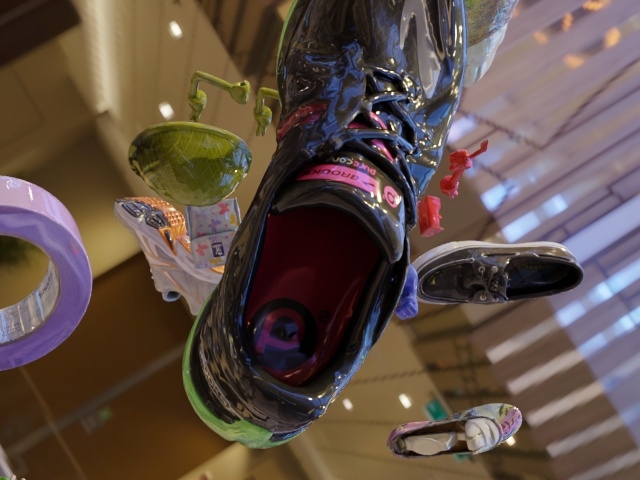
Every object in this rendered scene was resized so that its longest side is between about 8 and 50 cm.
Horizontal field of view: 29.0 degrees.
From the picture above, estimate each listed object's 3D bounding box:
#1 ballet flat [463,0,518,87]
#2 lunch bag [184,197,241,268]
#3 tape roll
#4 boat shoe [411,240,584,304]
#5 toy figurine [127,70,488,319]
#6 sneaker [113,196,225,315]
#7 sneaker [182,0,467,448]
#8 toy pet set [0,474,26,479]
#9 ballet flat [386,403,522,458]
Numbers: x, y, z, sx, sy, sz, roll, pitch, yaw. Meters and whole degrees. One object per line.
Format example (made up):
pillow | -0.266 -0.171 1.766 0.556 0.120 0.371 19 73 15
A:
ballet flat | 0.115 -0.204 1.282 0.316 0.107 0.106 -14 -66 50
lunch bag | -0.134 -0.007 1.594 0.053 0.071 0.083 92 -10 -78
tape roll | -0.464 0.049 1.735 0.274 0.275 0.090 67 -5 -36
boat shoe | 0.223 0.048 1.553 0.076 0.229 0.080 -132 -138 -67
toy figurine | 0.000 0.000 1.228 0.191 0.363 0.217 -41 -134 48
sneaker | -0.247 0.026 1.954 0.262 0.099 0.121 37 -62 33
sneaker | 0.032 -0.053 1.043 0.185 0.482 0.202 18 -9 -15
toy pet set | -0.425 0.382 1.774 0.114 0.065 0.122 18 -21 6
ballet flat | 0.214 0.315 1.982 0.079 0.222 0.076 -57 135 -78
